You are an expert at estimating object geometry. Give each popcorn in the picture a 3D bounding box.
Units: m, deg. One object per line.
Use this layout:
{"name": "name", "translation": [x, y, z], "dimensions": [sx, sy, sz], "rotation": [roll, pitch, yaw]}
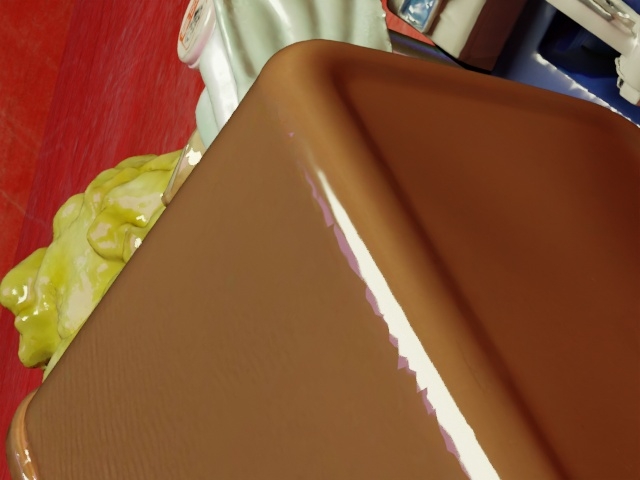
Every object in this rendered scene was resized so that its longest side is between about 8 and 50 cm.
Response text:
{"name": "popcorn", "translation": [-0.091, 0.062, 1.196], "dimensions": [0.237, 0.293, 0.293], "rotation": [22, 93, 53]}

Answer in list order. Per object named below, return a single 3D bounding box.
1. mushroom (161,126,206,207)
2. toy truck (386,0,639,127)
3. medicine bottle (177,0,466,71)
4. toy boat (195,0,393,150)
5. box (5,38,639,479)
{"name": "mushroom", "translation": [0.006, 0.017, 1.017], "dimensions": [0.206, 0.209, 0.206], "rotation": [2, -90, -82]}
{"name": "toy truck", "translation": [0.123, -0.124, 0.821], "dimensions": [0.213, 0.177, 0.161], "rotation": [39, 120, 26]}
{"name": "medicine bottle", "translation": [0.015, -0.113, 1.097], "dimensions": [0.078, 0.219, 0.115], "rotation": [-68, 20, 12]}
{"name": "toy boat", "translation": [-0.013, -0.092, 0.843], "dimensions": [0.290, 0.100, 0.199], "rotation": [-99, -5, -57]}
{"name": "box", "translation": [0.063, 0.116, 0.622], "dimensions": [0.229, 0.239, 0.339], "rotation": [-55, 44, 31]}
